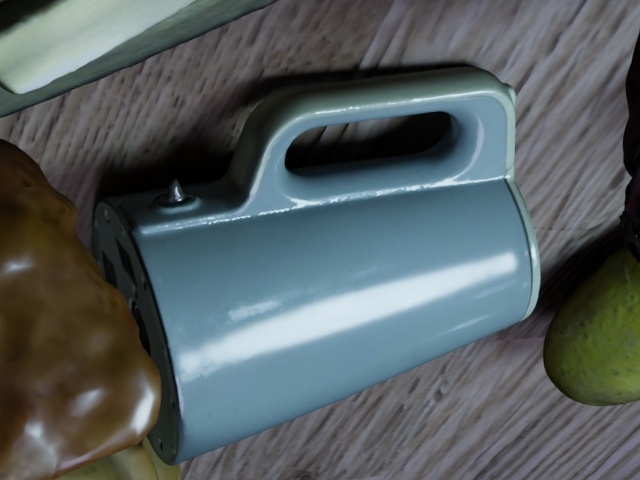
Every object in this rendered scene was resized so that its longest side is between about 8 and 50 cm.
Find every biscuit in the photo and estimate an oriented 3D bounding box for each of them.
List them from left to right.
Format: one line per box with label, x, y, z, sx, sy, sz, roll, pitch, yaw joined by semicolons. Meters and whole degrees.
biscuit;-0.274;0.070;0.675;0.343;0.166;0.395;-28;-171;-20

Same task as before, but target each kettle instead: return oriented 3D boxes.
kettle;0.000;0.000;0.942;0.243;0.160;0.210;-16;124;-17

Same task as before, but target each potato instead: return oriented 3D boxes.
potato;0.264;0.045;1.174;0.251;0.113;0.149;-29;158;37

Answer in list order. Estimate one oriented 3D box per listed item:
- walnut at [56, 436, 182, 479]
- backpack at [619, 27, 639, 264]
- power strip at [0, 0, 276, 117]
walnut;-0.220;0.194;0.983;0.285;0.296;0.285;-2;123;-3
backpack;0.242;-0.105;0.678;0.197;0.283;0.317;28;121;-25
power strip;-0.104;-0.160;0.621;0.257;0.092;0.251;-24;148;10
